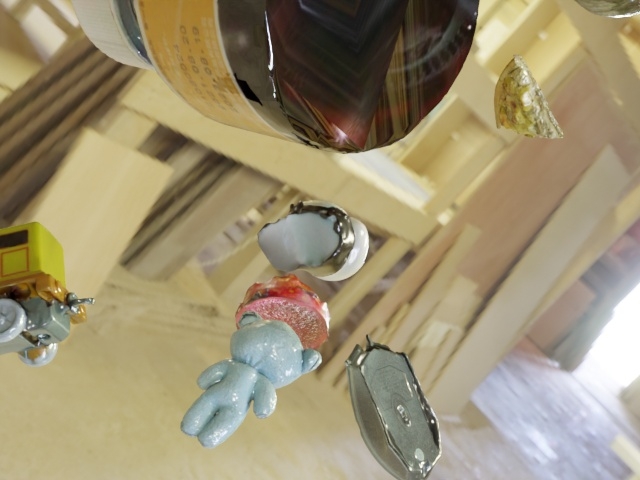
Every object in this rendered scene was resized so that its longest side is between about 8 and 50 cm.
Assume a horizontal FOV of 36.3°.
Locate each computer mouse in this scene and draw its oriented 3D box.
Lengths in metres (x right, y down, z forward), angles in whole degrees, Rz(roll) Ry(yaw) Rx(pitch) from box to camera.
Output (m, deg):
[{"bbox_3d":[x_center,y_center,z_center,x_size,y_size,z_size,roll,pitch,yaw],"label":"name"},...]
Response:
[{"bbox_3d":[0.096,0.252,1.430,0.126,0.071,0.231,-12,75,-50],"label":"computer mouse"}]

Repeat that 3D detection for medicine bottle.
[{"bbox_3d":[-0.065,-0.225,0.856,0.242,0.242,0.395,35,-4,-40],"label":"medicine bottle"}]

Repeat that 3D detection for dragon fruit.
[{"bbox_3d":[-0.058,0.094,1.530,0.153,0.153,0.111,37,36,-29],"label":"dragon fruit"}]

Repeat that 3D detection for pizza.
[{"bbox_3d":[0.252,-0.160,1.191,0.108,0.026,0.123,45,-25,28],"label":"pizza"}]

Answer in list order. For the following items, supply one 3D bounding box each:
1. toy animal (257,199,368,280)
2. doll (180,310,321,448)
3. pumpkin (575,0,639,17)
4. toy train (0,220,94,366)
[{"bbox_3d":[0.000,0.000,1.771,0.166,0.138,0.179,14,-1,27],"label":"toy animal"},{"bbox_3d":[-0.089,0.174,1.175,0.120,0.179,0.075,31,-16,20],"label":"doll"},{"bbox_3d":[0.418,-0.410,1.324,0.224,0.223,0.157,34,-1,-41],"label":"pumpkin"},{"bbox_3d":[-0.323,0.059,0.937,0.089,0.219,0.127,65,13,-61],"label":"toy train"}]
